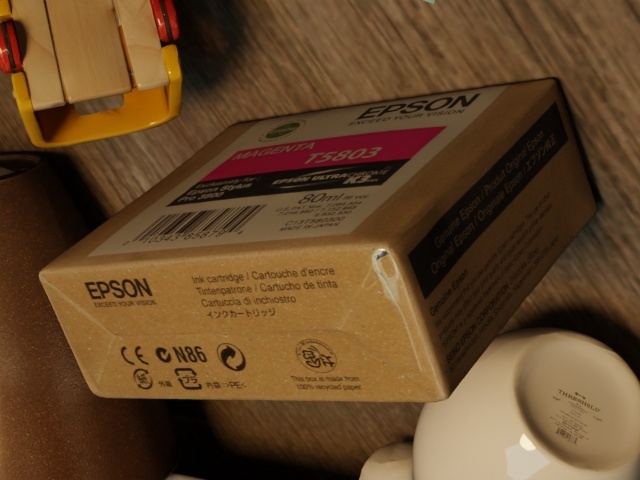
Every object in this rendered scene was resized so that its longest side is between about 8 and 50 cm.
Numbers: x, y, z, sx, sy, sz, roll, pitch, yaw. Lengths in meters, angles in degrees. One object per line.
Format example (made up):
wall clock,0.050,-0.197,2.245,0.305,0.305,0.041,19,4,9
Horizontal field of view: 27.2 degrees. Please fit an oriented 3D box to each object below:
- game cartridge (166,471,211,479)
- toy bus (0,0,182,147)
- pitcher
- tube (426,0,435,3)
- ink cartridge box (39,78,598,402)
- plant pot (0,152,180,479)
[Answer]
game cartridge,-0.060,0.239,0.985,0.294,0.060,0.196,4,144,35
toy bus,-0.143,-0.153,0.756,0.191,0.202,0.104,32,166,1
pitcher,0.132,0.145,0.793,0.178,0.125,0.207,25,146,-4
tube,0.026,-0.213,0.641,0.080,0.052,0.207,26,139,24
ink cartridge box,0.000,0.000,0.711,0.235,0.193,0.088,-5,116,37
plant pot,-0.225,0.063,0.930,0.215,0.215,0.230,2,109,34
